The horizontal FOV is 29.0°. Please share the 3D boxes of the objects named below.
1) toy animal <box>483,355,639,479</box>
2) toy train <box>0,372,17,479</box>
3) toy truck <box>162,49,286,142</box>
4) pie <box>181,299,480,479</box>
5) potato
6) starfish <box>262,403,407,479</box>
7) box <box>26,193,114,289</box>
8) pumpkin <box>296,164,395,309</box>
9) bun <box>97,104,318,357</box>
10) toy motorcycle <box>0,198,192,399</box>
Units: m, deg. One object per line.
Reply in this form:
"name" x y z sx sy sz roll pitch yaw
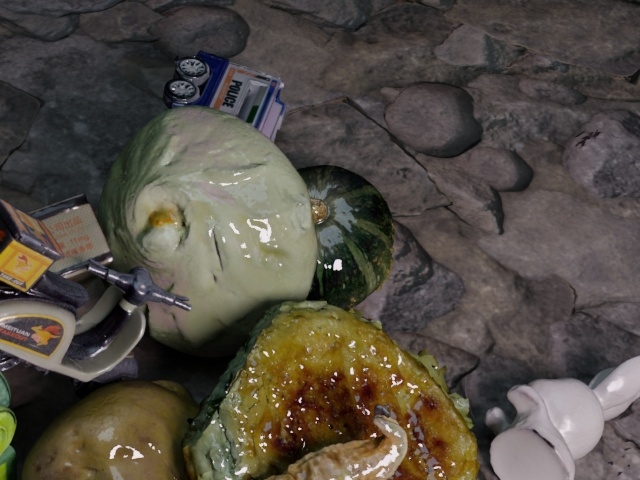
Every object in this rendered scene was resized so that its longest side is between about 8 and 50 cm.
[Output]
"toy animal" 0.279 0.180 1.372 0.130 0.104 0.220 35 50 25
"toy train" -0.408 0.220 1.167 0.159 0.188 0.271 35 47 22
"toy truck" -0.144 -0.115 1.587 0.155 0.124 0.268 16 44 0
"pie" 0.021 0.210 1.254 0.288 0.103 0.355 41 51 -7
"potato" -0.198 0.222 1.239 0.155 0.137 0.200 52 51 -4
"starfish" -0.060 0.368 1.074 0.432 0.082 0.324 -20 77 -21
"box" -0.391 0.063 1.313 0.310 0.198 0.084 -23 84 -29
"pumpkin" -0.001 0.001 1.475 0.190 0.146 0.190 -3 74 11
"bun" -0.147 0.001 1.354 0.283 0.283 0.179 32 26 22
"toy motorcycle" -0.254 0.074 1.225 0.157 0.263 0.091 -48 51 8
